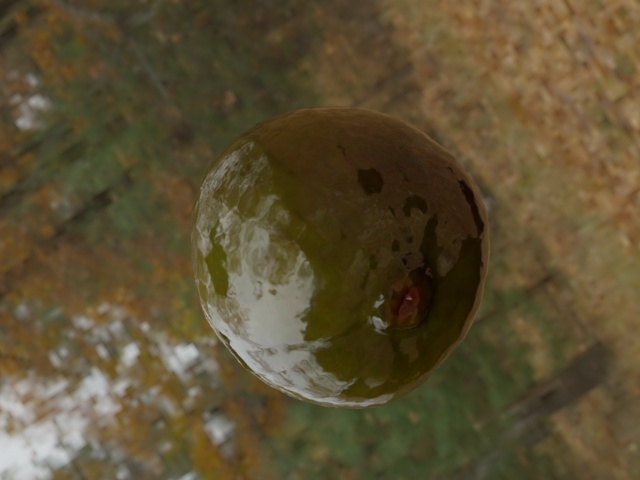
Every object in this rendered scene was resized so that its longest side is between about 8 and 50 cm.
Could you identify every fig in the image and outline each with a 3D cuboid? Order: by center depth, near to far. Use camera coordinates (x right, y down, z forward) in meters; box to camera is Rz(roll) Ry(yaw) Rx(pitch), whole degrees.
[{"bbox_3d":[0.000,0.000,0.437,0.074,0.074,0.088,57,169,-31],"label":"fig"}]
